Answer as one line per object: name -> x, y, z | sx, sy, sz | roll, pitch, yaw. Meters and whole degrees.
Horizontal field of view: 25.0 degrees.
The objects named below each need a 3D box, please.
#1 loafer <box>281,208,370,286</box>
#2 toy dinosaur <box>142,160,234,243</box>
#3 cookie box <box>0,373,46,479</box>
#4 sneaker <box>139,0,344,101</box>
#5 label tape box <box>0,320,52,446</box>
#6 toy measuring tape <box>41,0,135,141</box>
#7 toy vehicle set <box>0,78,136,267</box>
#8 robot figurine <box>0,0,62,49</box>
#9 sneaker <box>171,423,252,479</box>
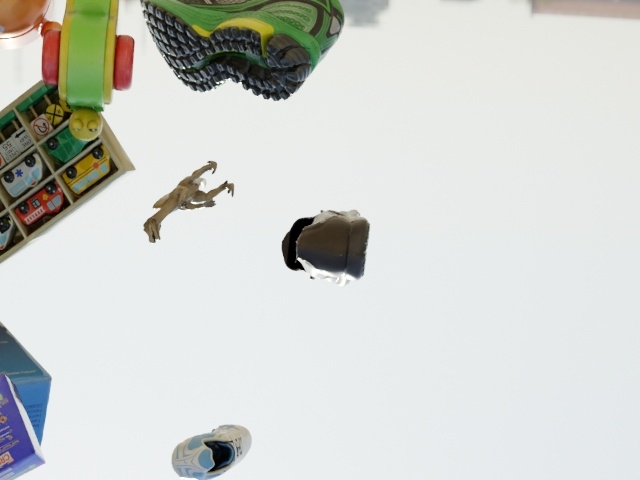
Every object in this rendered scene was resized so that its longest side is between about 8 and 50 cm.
loafer -> 0.000, 0.000, 1.449 | 0.078, 0.080, 0.220 | 9, 175, -5
toy dinosaur -> -0.153, -0.060, 1.694 | 0.093, 0.053, 0.183 | -18, -163, 26
cookie box -> -0.365, 0.217, 1.593 | 0.092, 0.107, 0.040 | -27, 153, -1
sneaker -> -0.102, -0.270, 1.853 | 0.344, 0.134, 0.146 | 19, -128, 43
label tape box -> -0.524, 0.148, 1.787 | 0.249, 0.115, 0.348 | -5, -155, -37
toy measuring tape -> -0.273, -0.278, 1.721 | 0.121, 0.330, 0.121 | 5, -166, -1
toy vehicle set -> -0.392, -0.091, 1.922 | 0.267, 0.166, 0.035 | -34, 176, 19
robot figurine -> -0.412, -0.318, 1.871 | 0.128, 0.158, 0.219 | -16, -178, -9
sneaker -> -0.167, 0.360, 2.450 | 0.086, 0.085, 0.237 | -3, -179, 23
